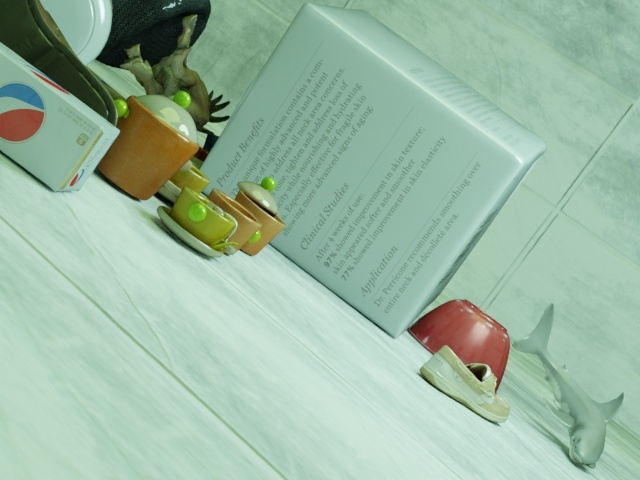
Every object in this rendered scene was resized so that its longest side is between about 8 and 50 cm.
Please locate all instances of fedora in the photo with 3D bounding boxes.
[{"bbox_3d":[-0.299,-0.379,1.895,0.152,0.334,0.334,49,9,19],"label":"fedora"}]

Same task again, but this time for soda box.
[{"bbox_3d":[-0.293,-0.134,1.041,0.216,0.074,0.069,36,4,1],"label":"soda box"}]

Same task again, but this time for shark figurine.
[{"bbox_3d":[0.423,0.248,1.851,0.166,0.116,0.278,41,23,-44],"label":"shark figurine"}]

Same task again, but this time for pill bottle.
[{"bbox_3d":[-0.383,-0.323,1.626,0.176,0.176,0.318,35,5,-16],"label":"pill bottle"}]

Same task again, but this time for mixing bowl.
[{"bbox_3d":[0.241,0.159,1.882,0.181,0.098,0.181,36,4,-3],"label":"mixing bowl"}]

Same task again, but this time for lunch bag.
[{"bbox_3d":[-0.172,-0.140,2.021,0.067,0.065,0.098,20,-6,15],"label":"lunch bag"}]

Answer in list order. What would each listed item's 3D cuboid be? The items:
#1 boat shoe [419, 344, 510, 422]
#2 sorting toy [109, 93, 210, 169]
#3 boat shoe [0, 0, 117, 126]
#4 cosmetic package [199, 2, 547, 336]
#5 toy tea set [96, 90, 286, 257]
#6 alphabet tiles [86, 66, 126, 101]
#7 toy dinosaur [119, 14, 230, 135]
[{"bbox_3d":[0.206,0.191,1.538,0.170,0.059,0.063,33,6,-38],"label":"boat shoe"},{"bbox_3d":[-0.252,-0.164,1.832,0.229,0.041,0.307,37,5,14],"label":"sorting toy"},{"bbox_3d":[-0.325,-0.209,1.184,0.307,0.110,0.104,59,-15,-3],"label":"boat shoe"},{"bbox_3d":[0.088,-0.122,1.786,0.393,0.329,0.327,38,18,8],"label":"cosmetic package"},{"bbox_3d":[-0.128,-0.078,1.351,0.200,0.124,0.336,38,5,9],"label":"toy tea set"},{"bbox_3d":[-0.448,-0.312,2.062,0.342,0.011,0.285,39,6,33],"label":"alphabet tiles"},{"bbox_3d":[-0.218,-0.222,1.820,0.296,0.127,0.200,-103,174,-62],"label":"toy dinosaur"}]
